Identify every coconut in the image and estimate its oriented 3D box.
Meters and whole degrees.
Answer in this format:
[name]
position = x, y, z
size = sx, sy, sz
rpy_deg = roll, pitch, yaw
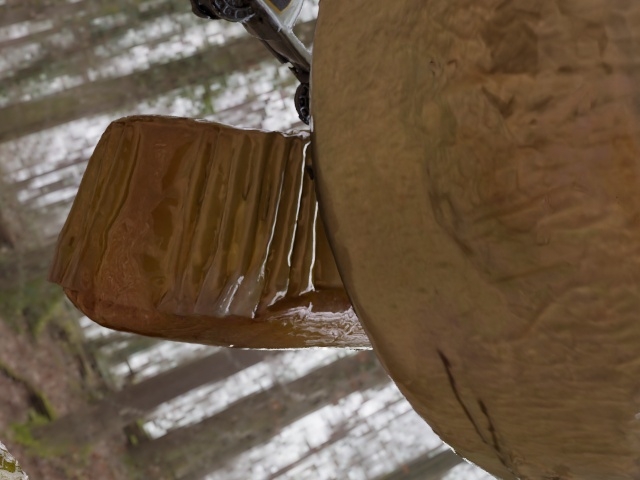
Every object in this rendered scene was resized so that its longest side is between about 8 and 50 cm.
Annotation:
[coconut]
position = 0.184, -0.058, 0.546
size = 0.360, 0.346, 0.346
rpy_deg = -10, -80, 55

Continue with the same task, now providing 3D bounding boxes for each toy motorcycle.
[toy motorcycle]
position = -0.028, -0.243, 1.387
size = 0.263, 0.157, 0.091
rpy_deg = 46, -11, -25

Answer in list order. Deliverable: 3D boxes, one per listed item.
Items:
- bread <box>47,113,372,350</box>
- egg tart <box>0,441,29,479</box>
[bread]
position = 0.000, 0.000, 0.750
size = 0.152, 0.288, 0.119
rpy_deg = 11, -86, 40
[egg tart]
position = -0.257, 0.219, 0.882
size = 0.341, 0.129, 0.341
rpy_deg = 27, -52, 40
